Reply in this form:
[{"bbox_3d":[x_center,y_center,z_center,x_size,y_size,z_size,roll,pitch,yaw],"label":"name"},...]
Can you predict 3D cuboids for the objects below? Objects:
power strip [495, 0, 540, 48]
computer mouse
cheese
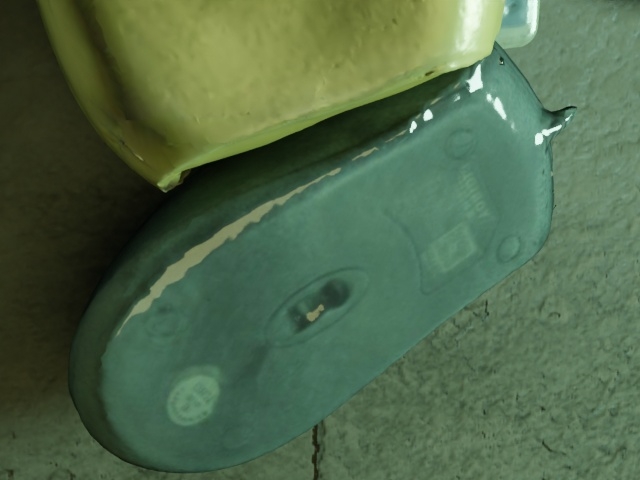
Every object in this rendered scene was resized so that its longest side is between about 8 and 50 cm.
[{"bbox_3d":[0.083,-0.240,0.732,0.118,0.046,0.270,-7,114,-14],"label":"power strip"},{"bbox_3d":[0.000,0.000,0.770,0.371,0.122,0.188,-32,129,-6],"label":"computer mouse"},{"bbox_3d":[-0.049,-0.203,0.641,0.259,0.128,0.316,-20,101,2],"label":"cheese"}]
